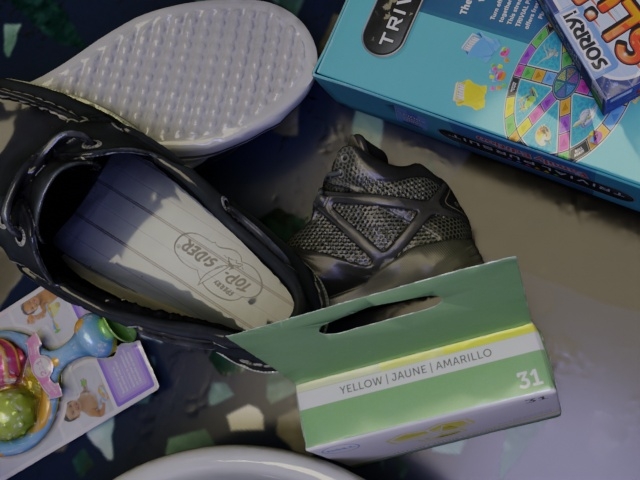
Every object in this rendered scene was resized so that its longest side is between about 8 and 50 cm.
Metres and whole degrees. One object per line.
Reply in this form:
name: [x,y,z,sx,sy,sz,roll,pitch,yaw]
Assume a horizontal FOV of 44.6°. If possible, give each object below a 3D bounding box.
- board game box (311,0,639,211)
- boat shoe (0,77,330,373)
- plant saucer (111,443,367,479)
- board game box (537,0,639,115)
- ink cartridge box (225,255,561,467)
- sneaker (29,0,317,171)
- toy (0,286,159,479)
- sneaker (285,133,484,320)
board game box: [0.198,-0.174,0.577,0.336,0.079,0.254,24,89,20]
boat shoe: [-0.146,-0.018,0.519,0.340,0.113,0.127,36,86,3]
plant saucer: [-0.046,0.351,0.577,0.400,0.100,0.400,-2,83,15]
board game box: [0.202,-0.203,0.518,0.136,0.035,0.201,-29,74,12]
ink cartridge box: [0.064,0.093,0.509,0.171,0.235,0.056,-17,66,12]
sneaker: [-0.158,-0.097,0.651,0.321,0.127,0.126,-22,83,-5]
toy: [-0.270,0.124,0.682,0.237,0.056,0.137,-30,76,9]
sneaker: [0.000,0.000,0.615,0.227,0.087,0.130,-19,78,8]
